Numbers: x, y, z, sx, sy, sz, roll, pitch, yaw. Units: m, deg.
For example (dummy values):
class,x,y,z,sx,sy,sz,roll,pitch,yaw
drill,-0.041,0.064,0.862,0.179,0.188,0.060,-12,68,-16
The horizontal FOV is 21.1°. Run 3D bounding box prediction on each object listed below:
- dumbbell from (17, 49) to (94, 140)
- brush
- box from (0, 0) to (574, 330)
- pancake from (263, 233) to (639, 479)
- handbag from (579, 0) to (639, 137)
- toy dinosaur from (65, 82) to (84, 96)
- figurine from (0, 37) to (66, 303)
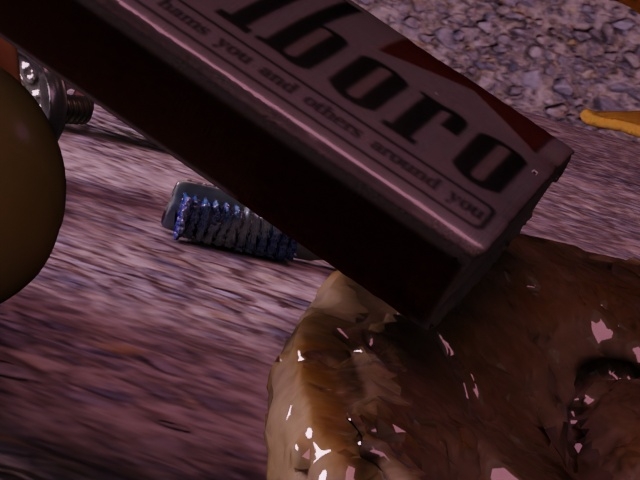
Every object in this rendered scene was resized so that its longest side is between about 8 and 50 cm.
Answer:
class,x,y,z,sx,sy,sz,roll,pitch,yaw
dumbbell,-0.211,-0.079,0.961,0.081,0.082,0.254,20,11,28
brush,0.000,0.000,0.970,0.178,0.033,0.030,12,16,-14
box,-0.018,-0.052,0.498,0.177,0.036,0.115,34,25,8
pancake,0.158,0.104,0.452,0.386,0.082,0.387,17,16,-5
handbag,0.361,-0.041,0.861,0.401,0.133,0.283,9,8,-25
toy dinosaur,-0.157,-0.154,1.277,0.177,0.194,0.152,34,6,-33
figurine,-0.149,-0.079,0.628,0.124,0.222,0.324,14,9,-21
